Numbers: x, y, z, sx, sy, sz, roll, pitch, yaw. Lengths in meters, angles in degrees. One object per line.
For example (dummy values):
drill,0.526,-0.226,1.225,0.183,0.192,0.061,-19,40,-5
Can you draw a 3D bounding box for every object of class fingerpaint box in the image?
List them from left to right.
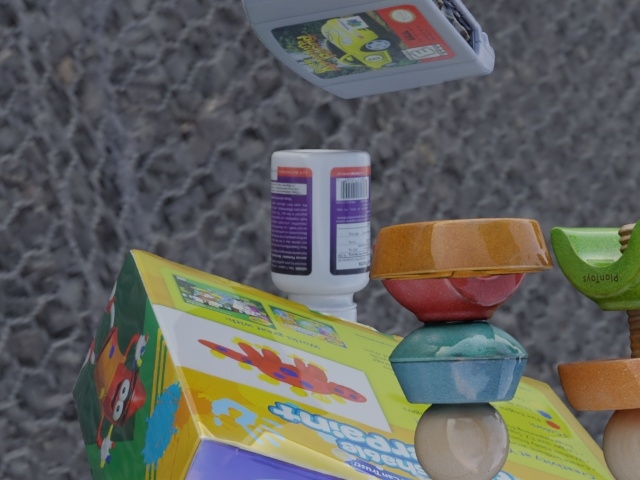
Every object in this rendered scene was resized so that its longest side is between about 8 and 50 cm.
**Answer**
fingerpaint box,0.039,0.206,1.433,0.445,0.163,0.371,19,15,-21

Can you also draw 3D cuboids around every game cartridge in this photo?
game cartridge,0.042,-0.223,1.742,0.294,0.196,0.060,35,55,-60

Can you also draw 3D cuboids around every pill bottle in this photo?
pill bottle,0.000,0.000,1.832,0.108,0.108,0.193,-6,98,-49

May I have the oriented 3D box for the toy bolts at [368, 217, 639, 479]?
toy bolts,0.104,0.073,0.997,0.218,0.228,0.158,-1,86,-32
